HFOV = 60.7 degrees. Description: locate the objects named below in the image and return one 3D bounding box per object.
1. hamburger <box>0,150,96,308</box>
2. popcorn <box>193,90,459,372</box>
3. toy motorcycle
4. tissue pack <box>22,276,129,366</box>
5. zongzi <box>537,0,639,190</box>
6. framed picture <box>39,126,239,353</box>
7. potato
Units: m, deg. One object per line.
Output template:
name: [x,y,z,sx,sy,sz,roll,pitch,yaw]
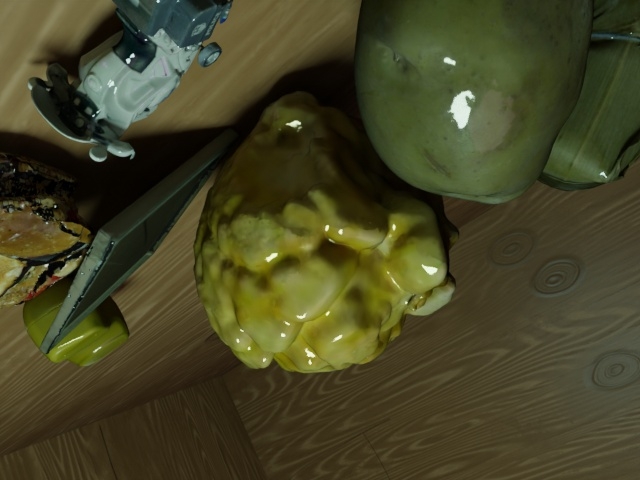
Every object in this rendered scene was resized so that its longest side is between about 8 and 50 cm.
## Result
hamburger: [-0.356,-0.004,0.568,0.230,0.107,0.231,-22,166,-6]
popcorn: [-0.007,0.002,0.745,0.353,0.344,0.390,-28,174,-19]
toy motorcycle: [-0.155,-0.151,0.450,0.221,0.102,0.150,-39,-177,47]
tissue pack: [-0.408,0.131,0.915,0.123,0.127,0.178,-33,168,-10]
zongzi: [0.403,-0.261,0.782,0.356,0.174,0.393,0,108,-72]
framed picture: [-0.251,0.007,0.739,0.335,0.022,0.247,-42,-171,44]
potato: [0.147,-0.181,0.549,0.243,0.220,0.326,-53,151,-21]
